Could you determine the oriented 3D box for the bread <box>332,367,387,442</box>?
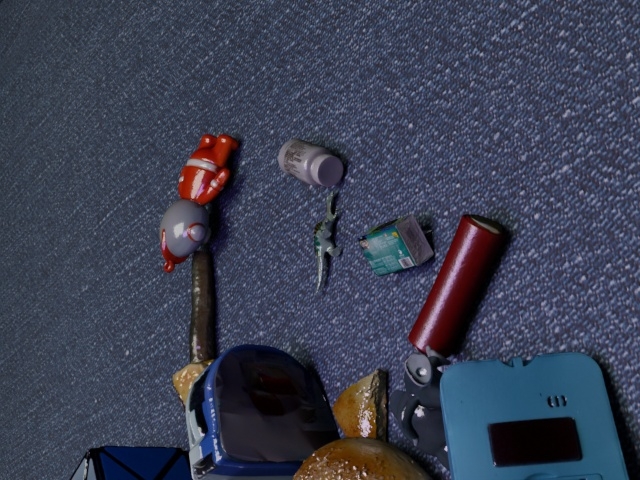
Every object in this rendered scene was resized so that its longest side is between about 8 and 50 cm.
[{"bbox_3d":[0.064,0.306,1.895,0.136,0.054,0.154,-10,72,56],"label":"bread"}]

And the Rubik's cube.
[{"bbox_3d":[-0.417,0.617,2.312,0.250,0.246,0.248,-54,42,32],"label":"Rubik's cube"}]

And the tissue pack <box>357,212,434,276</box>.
[{"bbox_3d":[0.138,0.004,1.850,0.111,0.079,0.085,-20,101,52],"label":"tissue pack"}]

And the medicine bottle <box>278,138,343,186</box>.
[{"bbox_3d":[-0.018,-0.152,2.093,0.140,0.079,0.079,26,103,53],"label":"medicine bottle"}]

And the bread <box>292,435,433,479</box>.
[{"bbox_3d":[0.041,0.434,1.779,0.314,0.171,0.192,-43,61,37],"label":"bread"}]

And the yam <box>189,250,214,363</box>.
[{"bbox_3d":[-0.267,0.155,2.384,0.061,0.061,0.274,-26,58,48],"label":"yam"}]

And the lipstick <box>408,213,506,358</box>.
[{"bbox_3d":[0.220,0.075,1.711,0.080,0.080,0.241,44,117,49],"label":"lipstick"}]

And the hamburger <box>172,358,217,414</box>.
[{"bbox_3d":[-0.214,0.344,2.223,0.131,0.124,0.262,-44,50,14],"label":"hamburger"}]

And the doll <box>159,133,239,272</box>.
[{"bbox_3d":[-0.285,-0.083,2.407,0.199,0.105,0.336,8,74,53],"label":"doll"}]

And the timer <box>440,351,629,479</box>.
[{"bbox_3d":[0.290,0.285,1.458,0.091,0.231,0.250,83,-178,-59],"label":"timer"}]

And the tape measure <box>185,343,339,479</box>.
[{"bbox_3d":[-0.124,0.328,1.967,0.138,0.259,0.262,-48,46,36],"label":"tape measure"}]

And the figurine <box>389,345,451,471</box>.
[{"bbox_3d":[0.182,0.262,1.615,0.193,0.265,0.140,39,90,24],"label":"figurine"}]

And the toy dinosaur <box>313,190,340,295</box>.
[{"bbox_3d":[0.003,0.001,2.068,0.106,0.044,0.187,-122,39,-60],"label":"toy dinosaur"}]
